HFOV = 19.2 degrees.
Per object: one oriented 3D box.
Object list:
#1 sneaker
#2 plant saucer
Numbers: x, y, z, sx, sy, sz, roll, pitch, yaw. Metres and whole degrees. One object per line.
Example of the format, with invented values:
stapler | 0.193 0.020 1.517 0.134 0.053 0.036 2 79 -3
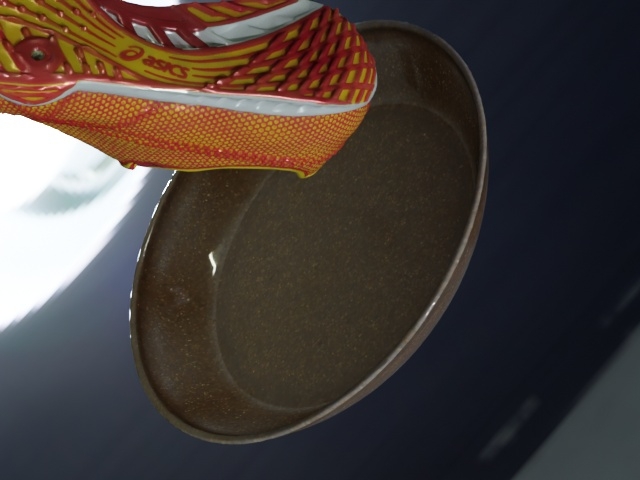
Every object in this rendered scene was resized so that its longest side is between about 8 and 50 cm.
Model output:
sneaker | -0.070 -0.049 0.602 0.175 0.064 0.067 12 -38 -15
plant saucer | 0.000 0.000 0.809 0.036 0.198 0.198 34 1 -39
